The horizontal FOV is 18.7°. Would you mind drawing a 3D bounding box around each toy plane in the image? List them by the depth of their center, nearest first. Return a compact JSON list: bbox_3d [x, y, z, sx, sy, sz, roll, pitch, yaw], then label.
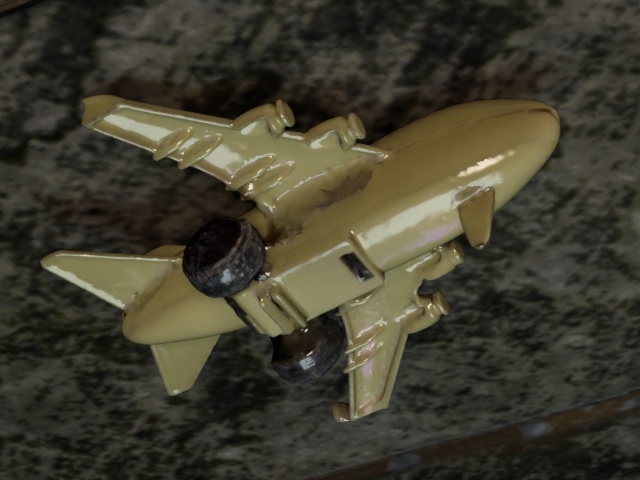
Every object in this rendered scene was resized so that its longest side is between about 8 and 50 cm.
[{"bbox_3d":[0.000,0.000,0.892,0.244,0.092,0.229,-21,129,26],"label":"toy plane"}]
